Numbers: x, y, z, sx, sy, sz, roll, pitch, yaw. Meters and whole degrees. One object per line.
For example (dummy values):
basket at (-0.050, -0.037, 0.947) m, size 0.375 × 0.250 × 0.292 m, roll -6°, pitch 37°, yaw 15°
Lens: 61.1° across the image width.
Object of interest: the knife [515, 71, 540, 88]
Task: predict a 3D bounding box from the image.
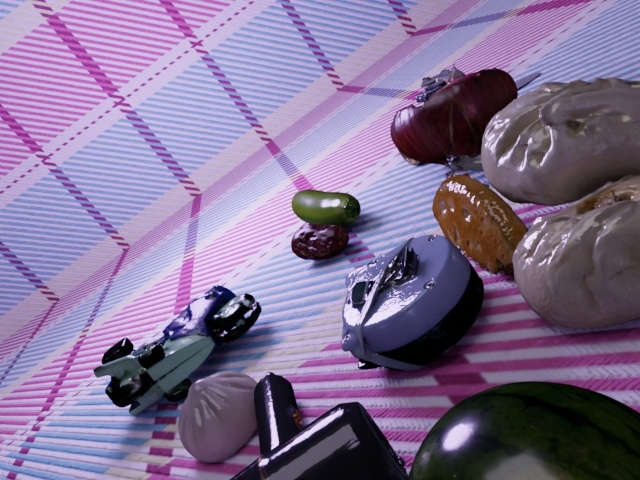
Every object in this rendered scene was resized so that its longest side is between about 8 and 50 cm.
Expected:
knife at (0.376, -0.320, 1.233) m, size 0.244 × 0.032 × 0.058 m, roll -18°, pitch 25°, yaw 33°

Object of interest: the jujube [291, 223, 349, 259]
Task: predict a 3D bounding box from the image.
jujube at (0.000, 0.000, 1.074) m, size 0.129 × 0.077 × 0.077 m, roll -8°, pitch 34°, yaw 43°

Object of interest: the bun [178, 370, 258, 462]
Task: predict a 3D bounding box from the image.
bun at (-0.152, 0.238, 0.775) m, size 0.138 × 0.094 × 0.138 m, roll -30°, pitch 24°, yaw 15°

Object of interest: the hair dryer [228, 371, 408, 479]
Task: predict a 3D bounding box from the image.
hair dryer at (-0.032, 0.216, 0.634) m, size 0.189 × 0.107 × 0.352 m, roll -35°, pitch 14°, yaw -1°

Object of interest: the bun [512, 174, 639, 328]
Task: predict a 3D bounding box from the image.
bun at (0.282, 0.001, 0.542) m, size 0.188 × 0.111 × 0.164 m, roll -29°, pitch 18°, yaw 29°

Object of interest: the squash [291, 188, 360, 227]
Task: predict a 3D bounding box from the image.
squash at (0.009, -0.069, 1.200) m, size 0.082 × 0.082 × 0.292 m, roll -42°, pitch 22°, yaw -14°

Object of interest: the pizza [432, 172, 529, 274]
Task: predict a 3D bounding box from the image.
pizza at (0.217, -0.029, 0.736) m, size 0.058 × 0.127 × 0.246 m, roll -16°, pitch 11°, yaw -6°

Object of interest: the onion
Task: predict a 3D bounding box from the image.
onion at (0.256, -0.232, 1.037) m, size 0.248 × 0.161 × 0.248 m, roll -22°, pitch 22°, yaw 9°

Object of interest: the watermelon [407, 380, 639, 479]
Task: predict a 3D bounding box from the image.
watermelon at (0.136, 0.178, 0.377) m, size 0.204 × 0.127 × 0.232 m, roll -46°, pitch 18°, yaw -24°

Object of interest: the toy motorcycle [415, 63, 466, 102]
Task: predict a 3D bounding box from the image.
toy motorcycle at (0.328, -0.395, 1.392) m, size 0.129 × 0.094 × 0.229 m, roll -18°, pitch 14°, yaw 32°

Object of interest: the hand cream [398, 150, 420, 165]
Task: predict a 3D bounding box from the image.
hand cream at (0.265, -0.247, 1.192) m, size 0.203 × 0.084 × 0.084 m, roll -32°, pitch 19°, yaw -8°

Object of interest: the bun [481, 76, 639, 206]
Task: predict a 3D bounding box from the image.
bun at (0.314, -0.129, 0.664) m, size 0.229 × 0.145 × 0.229 m, roll -15°, pitch 23°, yaw 6°

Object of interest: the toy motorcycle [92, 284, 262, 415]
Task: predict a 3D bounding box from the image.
toy motorcycle at (-0.256, 0.192, 1.024) m, size 0.331 × 0.125 × 0.196 m, roll -33°, pitch 18°, yaw 2°

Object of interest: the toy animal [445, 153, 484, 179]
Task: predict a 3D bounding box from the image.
toy animal at (0.322, -0.171, 0.914) m, size 0.217 × 0.073 × 0.176 m, roll -44°, pitch 24°, yaw -28°

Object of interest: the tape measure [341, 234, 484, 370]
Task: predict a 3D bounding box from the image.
tape measure at (0.109, 0.073, 0.685) m, size 0.181 × 0.107 × 0.182 m, roll -36°, pitch 16°, yaw 22°
